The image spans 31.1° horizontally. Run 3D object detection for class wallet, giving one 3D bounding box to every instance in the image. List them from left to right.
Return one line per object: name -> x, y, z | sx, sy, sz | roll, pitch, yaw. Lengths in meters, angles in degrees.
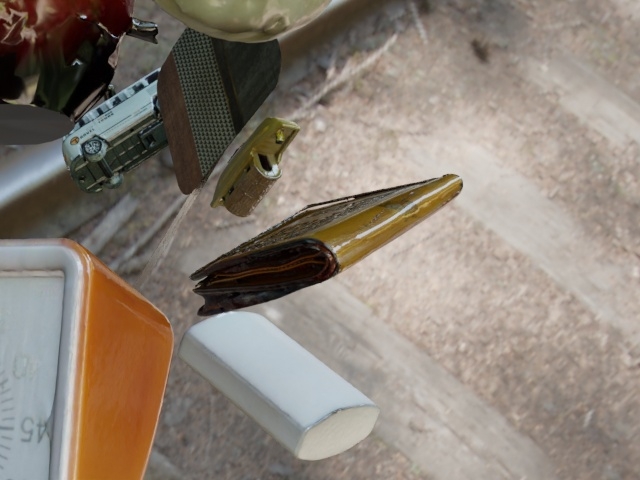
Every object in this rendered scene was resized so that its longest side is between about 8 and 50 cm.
wallet -> -0.002, -0.002, 0.935 | 0.161, 0.195, 0.042 | -34, 101, -39

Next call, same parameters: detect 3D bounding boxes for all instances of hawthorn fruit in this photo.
hawthorn fruit -> -0.342, -0.242, 1.197 | 0.316, 0.316, 0.316 | 13, 49, -16

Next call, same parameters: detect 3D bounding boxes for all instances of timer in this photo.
timer -> -0.252, 0.142, 0.828 | 0.258, 0.161, 0.249 | -1, 66, 26

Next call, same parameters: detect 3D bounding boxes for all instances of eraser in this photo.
eraser -> -0.065, 0.211, 1.721 | 0.270, 0.094, 0.174 | 36, 25, 32

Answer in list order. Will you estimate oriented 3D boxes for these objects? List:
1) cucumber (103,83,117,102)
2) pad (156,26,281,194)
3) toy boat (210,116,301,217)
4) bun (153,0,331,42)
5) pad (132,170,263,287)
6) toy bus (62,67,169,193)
cucumber -> -0.315, -0.187, 1.784 | 0.039, 0.163, 0.043 | -32, 45, -33
pad -> -0.153, -0.237, 1.200 | 0.055, 0.250, 0.323 | -21, 74, -39
toy boat -> -0.102, -0.114, 1.861 | 0.068, 0.226, 0.088 | 8, 50, -35
bun -> -0.057, -0.235, 0.723 | 0.231, 0.133, 0.231 | 38, 35, -34
pad -> -0.161, -0.031, 1.585 | 0.063, 0.375, 0.315 | 32, 17, -6
toy bus -> -0.253, -0.146, 1.514 | 0.194, 0.087, 0.089 | -34, 57, -8
